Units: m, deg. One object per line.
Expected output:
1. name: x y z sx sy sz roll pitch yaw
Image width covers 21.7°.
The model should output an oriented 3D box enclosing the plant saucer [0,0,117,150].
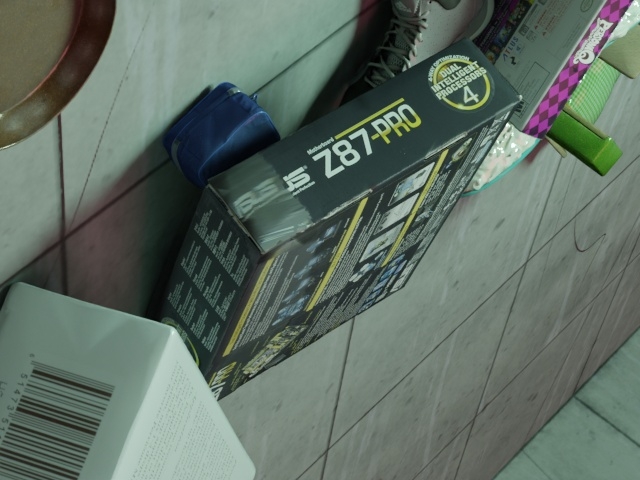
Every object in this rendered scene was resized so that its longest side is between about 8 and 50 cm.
1. plant saucer: -0.215 -0.139 1.199 0.168 0.029 0.168 -43 158 -22

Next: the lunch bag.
1. lunch bag: -0.088 -0.094 1.500 0.098 0.065 0.067 -44 148 -11

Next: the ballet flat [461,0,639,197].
1. ballet flat: 0.245 -0.231 1.955 0.409 0.147 0.147 -47 160 -23

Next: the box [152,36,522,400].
1. box: 0.000 0.000 1.641 0.318 0.097 0.395 -33 165 -27

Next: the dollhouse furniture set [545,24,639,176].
1. dollhouse furniture set: 0.390 -0.195 2.245 0.197 0.151 0.301 -54 160 4

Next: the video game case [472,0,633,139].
1. video game case: 0.222 -0.251 1.716 0.042 0.210 0.232 19 109 -40

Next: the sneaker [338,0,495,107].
1. sneaker: 0.075 -0.204 1.674 0.228 0.086 0.132 -52 149 -9

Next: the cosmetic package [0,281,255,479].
1. cosmetic package: -0.201 0.236 1.575 0.453 0.162 0.230 73 35 -65
